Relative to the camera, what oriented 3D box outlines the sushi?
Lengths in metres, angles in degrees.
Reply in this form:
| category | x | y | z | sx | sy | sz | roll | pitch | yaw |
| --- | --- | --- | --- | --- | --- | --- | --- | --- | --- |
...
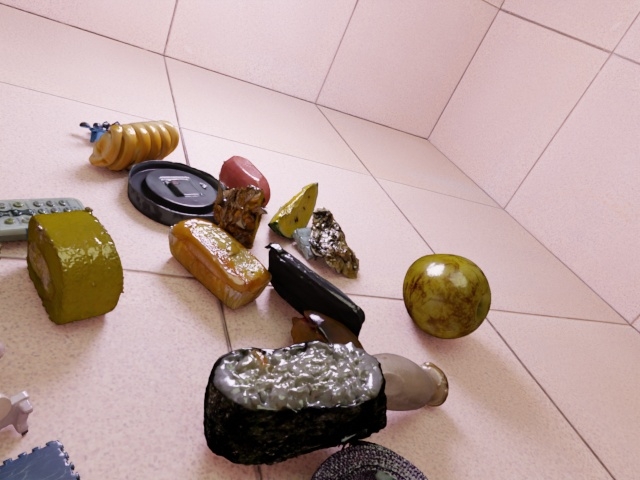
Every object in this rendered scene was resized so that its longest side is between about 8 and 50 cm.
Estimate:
| category | x | y | z | sx | sy | sz | roll | pitch | yaw |
| --- | --- | --- | --- | --- | --- | --- | --- | --- | --- |
| sushi | -0.046 | 0.308 | 0.921 | 0.351 | 0.170 | 0.211 | -3 | 26 | -19 |

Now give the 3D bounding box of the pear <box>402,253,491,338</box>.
| category | x | y | z | sx | sy | sz | roll | pitch | yaw |
| --- | --- | --- | --- | --- | --- | --- | --- | --- | --- |
| pear | 0.382 | 0.169 | 1.489 | 0.284 | 0.283 | 0.283 | 20 | 29 | -11 |

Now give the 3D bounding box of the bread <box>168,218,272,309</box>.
| category | x | y | z | sx | sy | sz | roll | pitch | yaw |
| --- | --- | --- | --- | --- | --- | --- | --- | --- | --- |
| bread | -0.270 | 0.060 | 1.275 | 0.288 | 0.119 | 0.153 | 38 | 34 | 21 |

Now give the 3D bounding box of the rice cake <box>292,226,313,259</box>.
| category | x | y | z | sx | sy | sz | roll | pitch | yaw |
| --- | --- | --- | --- | --- | --- | --- | --- | --- | --- |
| rice cake | 0.000 | 0.000 | 1.659 | 0.211 | 0.038 | 0.124 | -6 | 56 | -49 |

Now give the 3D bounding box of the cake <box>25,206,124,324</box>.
| category | x | y | z | sx | sy | sz | roll | pitch | yaw |
| --- | --- | --- | --- | --- | --- | --- | --- | --- | --- |
| cake | -0.528 | 0.040 | 1.025 | 0.156 | 0.179 | 0.260 | -8 | 44 | -48 |

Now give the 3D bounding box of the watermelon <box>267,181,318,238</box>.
| category | x | y | z | sx | sy | sz | roll | pitch | yaw |
| --- | --- | --- | --- | --- | --- | --- | --- | --- | --- |
| watermelon | -0.091 | -0.098 | 1.667 | 0.123 | 0.129 | 0.301 | 34 | 46 | 4 |

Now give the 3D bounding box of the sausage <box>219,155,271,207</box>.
| category | x | y | z | sx | sy | sz | roll | pitch | yaw |
| --- | --- | --- | --- | --- | --- | --- | --- | --- | --- |
| sausage | -0.269 | -0.206 | 1.710 | 0.148 | 0.148 | 0.254 | -8 | 41 | -47 |

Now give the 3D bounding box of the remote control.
| category | x | y | z | sx | sy | sz | roll | pitch | yaw |
| --- | --- | --- | --- | --- | --- | --- | --- | --- | --- |
| remote control | -0.720 | -0.043 | 1.127 | 0.336 | 0.065 | 0.128 | -8 | 45 | -47 |

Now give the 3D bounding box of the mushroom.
| category | x | y | z | sx | sy | sz | roll | pitch | yaw |
| --- | --- | --- | --- | --- | --- | --- | --- | --- | --- |
| mushroom | 0.199 | 0.334 | 1.124 | 0.350 | 0.128 | 0.128 | 23 | 21 | -51 |

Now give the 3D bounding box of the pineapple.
| category | x | y | z | sx | sy | sz | roll | pitch | yaw |
| --- | --- | --- | --- | --- | --- | --- | --- | --- | --- |
| pineapple | -0.247 | -0.059 | 1.386 | 0.159 | 0.161 | 0.334 | 20 | -14 | -10 |

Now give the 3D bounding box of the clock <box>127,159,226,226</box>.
| category | x | y | z | sx | sy | sz | roll | pitch | yaw |
| --- | --- | --- | --- | --- | --- | --- | --- | --- | --- |
| clock | -0.447 | -0.148 | 1.531 | 0.325 | 0.067 | 0.325 | 20 | 29 | -12 |

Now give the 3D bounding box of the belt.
| category | x | y | z | sx | sy | sz | roll | pitch | yaw |
| --- | --- | --- | --- | --- | --- | --- | --- | --- | --- |
| belt | 0.084 | 0.499 | 0.817 | 0.260 | 0.122 | 0.325 | 27 | 26 | 12 |

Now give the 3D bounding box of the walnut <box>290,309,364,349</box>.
| category | x | y | z | sx | sy | sz | roll | pitch | yaw |
| --- | --- | --- | --- | --- | --- | --- | --- | --- | --- |
| walnut | 0.018 | 0.258 | 1.154 | 0.245 | 0.137 | 0.137 | 38 | 30 | 20 |

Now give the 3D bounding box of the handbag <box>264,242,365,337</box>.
| category | x | y | z | sx | sy | sz | roll | pitch | yaw |
| --- | --- | --- | --- | --- | --- | --- | --- | --- | --- |
| handbag | -0.022 | 0.144 | 1.268 | 0.332 | 0.191 | 0.075 | 38 | 61 | 20 |

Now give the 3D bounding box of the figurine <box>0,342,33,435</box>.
| category | x | y | z | sx | sy | sz | roll | pitch | yaw |
| --- | --- | --- | --- | --- | --- | --- | --- | --- | --- |
| figurine | -0.581 | 0.218 | 0.744 | 0.257 | 0.144 | 0.182 | 37 | 50 | 16 |

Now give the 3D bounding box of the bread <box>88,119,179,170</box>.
| category | x | y | z | sx | sy | sz | roll | pitch | yaw |
| --- | --- | --- | --- | --- | --- | --- | --- | --- | --- |
| bread | -0.592 | -0.313 | 1.588 | 0.121 | 0.173 | 0.311 | 52 | 32 | 2 |

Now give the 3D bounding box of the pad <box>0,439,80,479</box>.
| category | x | y | z | sx | sy | sz | roll | pitch | yaw |
| --- | --- | --- | --- | --- | --- | --- | --- | --- | --- |
| pad | -0.430 | 0.422 | 0.635 | 0.269 | 0.012 | 0.270 | 41 | 31 | 26 |

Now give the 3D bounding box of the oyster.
| category | x | y | z | sx | sy | sz | roll | pitch | yaw |
| --- | --- | --- | --- | --- | --- | --- | --- | --- | --- |
| oyster | 0.055 | 0.016 | 1.599 | 0.223 | 0.083 | 0.214 | 31 | 39 | -34 |

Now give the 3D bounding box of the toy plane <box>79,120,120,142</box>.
| category | x | y | z | sx | sy | sz | roll | pitch | yaw |
| --- | --- | --- | --- | --- | --- | --- | --- | --- | --- |
| toy plane | -0.704 | -0.379 | 1.698 | 0.169 | 0.078 | 0.246 | 10 | 13 | 36 |

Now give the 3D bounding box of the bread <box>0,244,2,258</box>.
| category | x | y | z | sx | sy | sz | roll | pitch | yaw |
| --- | --- | --- | --- | --- | --- | --- | --- | --- | --- |
| bread | -0.731 | 0.036 | 0.913 | 0.197 | 0.102 | 0.138 | 22 | 53 | -12 |
